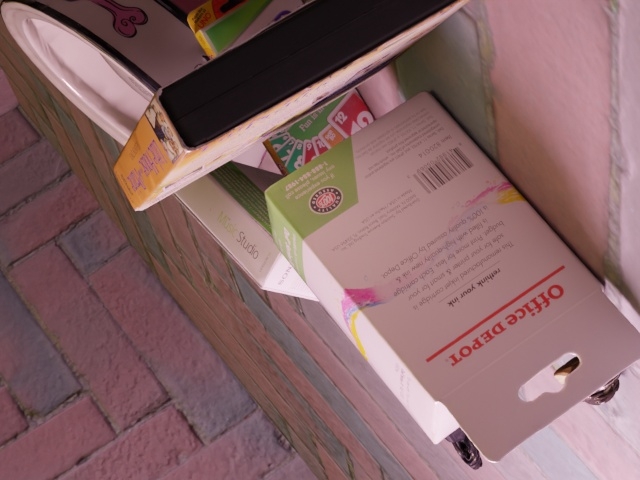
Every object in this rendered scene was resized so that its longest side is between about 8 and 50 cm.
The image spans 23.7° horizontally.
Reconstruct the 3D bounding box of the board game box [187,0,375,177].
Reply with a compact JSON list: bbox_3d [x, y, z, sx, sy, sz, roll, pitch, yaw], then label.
[{"bbox_3d":[-0.034,-0.175,1.730,0.259,0.124,0.039,57,163,-4],"label":"board game box"}]

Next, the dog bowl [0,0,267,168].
[{"bbox_3d":[-0.219,-0.228,2.021,0.408,0.150,0.408,37,167,10],"label":"dog bowl"}]

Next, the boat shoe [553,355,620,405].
[{"bbox_3d":[0.277,0.139,1.530,0.049,0.056,0.152,51,176,1],"label":"boat shoe"}]

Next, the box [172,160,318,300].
[{"bbox_3d":[0.000,0.000,1.775,0.322,0.058,0.232,16,-160,-44],"label":"box"}]

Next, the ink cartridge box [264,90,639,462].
[{"bbox_3d":[0.129,0.049,1.493,0.353,0.207,0.119,51,165,23],"label":"ink cartridge box"}]

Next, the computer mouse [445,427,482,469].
[{"bbox_3d":[0.154,0.201,2.098,0.188,0.072,0.272,47,176,28],"label":"computer mouse"}]

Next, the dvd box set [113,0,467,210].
[{"bbox_3d":[-0.034,-0.146,1.406,0.062,0.307,0.420,59,168,-2],"label":"dvd box set"}]
